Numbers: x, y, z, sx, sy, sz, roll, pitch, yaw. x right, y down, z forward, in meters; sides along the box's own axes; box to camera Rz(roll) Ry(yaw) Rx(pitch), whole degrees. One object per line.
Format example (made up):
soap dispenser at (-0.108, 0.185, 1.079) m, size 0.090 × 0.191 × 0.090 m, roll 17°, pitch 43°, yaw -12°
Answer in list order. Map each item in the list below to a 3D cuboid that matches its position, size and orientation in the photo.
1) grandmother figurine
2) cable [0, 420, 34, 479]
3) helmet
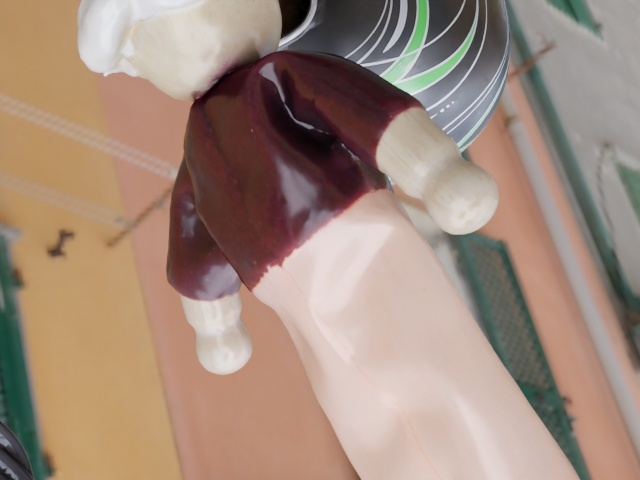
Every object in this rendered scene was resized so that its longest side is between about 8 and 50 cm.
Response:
grandmother figurine at (0.000, 0.000, 0.618) m, size 0.208 × 0.342 × 0.104 m, roll -34°, pitch 173°, yaw 38°
cable at (-0.157, 0.115, 0.471) m, size 0.150 × 0.185 × 0.047 m, roll 26°, pitch 152°, yaw -8°
helmet at (0.026, -0.109, 0.840) m, size 0.169 × 0.162 × 0.169 m, roll 6°, pitch 168°, yaw 1°
